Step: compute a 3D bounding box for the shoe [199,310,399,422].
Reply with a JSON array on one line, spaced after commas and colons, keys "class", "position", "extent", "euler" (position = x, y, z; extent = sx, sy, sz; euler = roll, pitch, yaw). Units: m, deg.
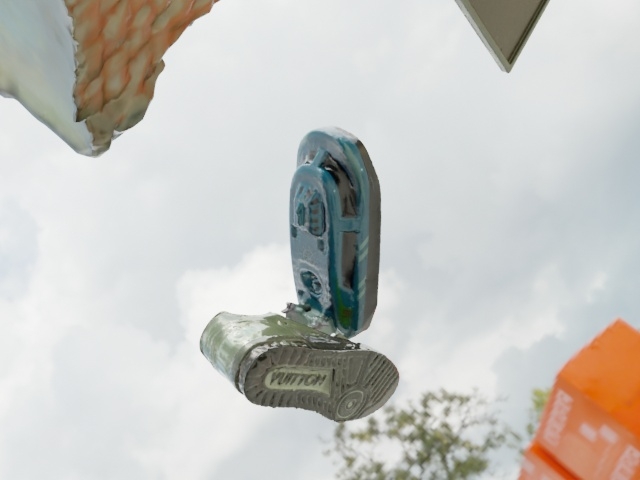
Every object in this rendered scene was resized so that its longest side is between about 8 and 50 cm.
[{"class": "shoe", "position": [-0.029, 0.147, 1.239], "extent": [0.293, 0.149, 0.109], "euler": [17, -77, -49]}]

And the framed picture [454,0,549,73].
[{"class": "framed picture", "position": [0.194, -0.284, 0.998], "extent": [0.203, 0.015, 0.150], "euler": [34, -97, -55]}]

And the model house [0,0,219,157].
[{"class": "model house", "position": [-0.193, -0.383, 0.734], "extent": [0.400, 0.445, 0.395], "euler": [-46, -15, -22]}]

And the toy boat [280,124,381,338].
[{"class": "toy boat", "position": [0.000, 0.000, 1.276], "extent": [0.092, 0.134, 0.299], "euler": [-27, -53, -38]}]
